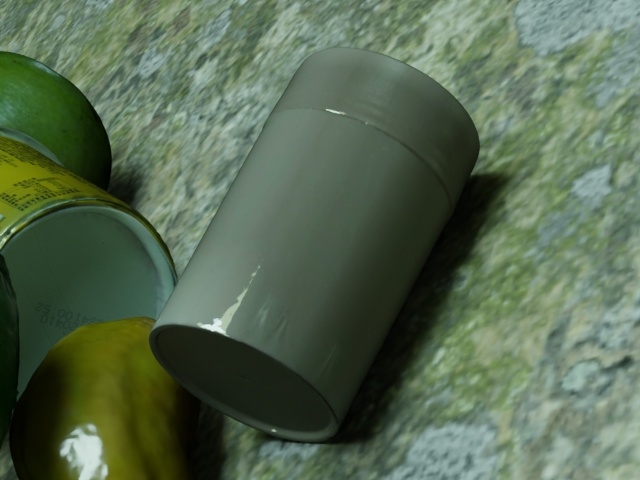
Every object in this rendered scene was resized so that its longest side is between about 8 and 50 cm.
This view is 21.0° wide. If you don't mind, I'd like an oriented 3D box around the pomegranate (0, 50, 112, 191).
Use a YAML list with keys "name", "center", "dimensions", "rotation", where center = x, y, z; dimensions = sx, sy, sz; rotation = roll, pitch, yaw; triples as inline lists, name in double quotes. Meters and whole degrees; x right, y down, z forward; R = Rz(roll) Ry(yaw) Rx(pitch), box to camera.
- name: "pomegranate"
  center: [-0.255, -0.062, 1.179]
  dimensions: [0.187, 0.225, 0.187]
  rotation: [-40, 12, 11]

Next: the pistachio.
- name: "pistachio"
  center: [-0.113, 0.111, 0.894]
  dimensions: [0.100, 0.110, 0.189]
  rotation: [-24, 36, 20]

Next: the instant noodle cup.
- name: "instant noodle cup"
  center: [-0.180, 0.030, 1.028]
  dimensions: [0.144, 0.182, 0.182]
  rotation: [19, 67, 50]

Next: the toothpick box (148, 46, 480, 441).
- name: "toothpick box"
  center: [0.000, 0.000, 0.889]
  dimensions: [0.111, 0.111, 0.180]
  rotation: [-6, 49, 49]

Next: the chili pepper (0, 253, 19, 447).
- name: "chili pepper"
  center: [-0.237, 0.096, 0.888]
  dimensions: [0.264, 0.116, 0.148]
  rotation: [-26, 57, 33]
